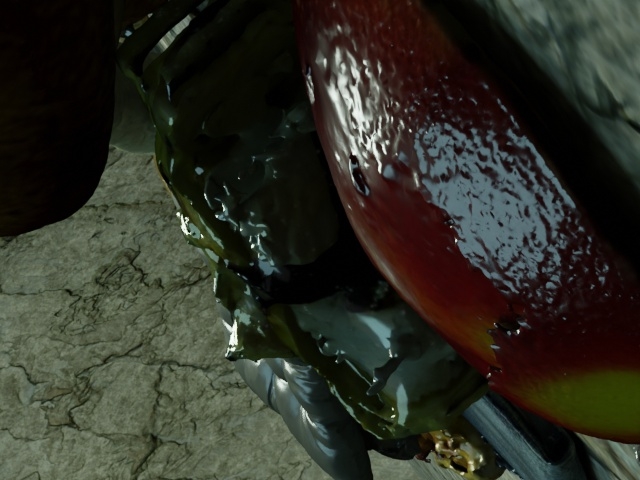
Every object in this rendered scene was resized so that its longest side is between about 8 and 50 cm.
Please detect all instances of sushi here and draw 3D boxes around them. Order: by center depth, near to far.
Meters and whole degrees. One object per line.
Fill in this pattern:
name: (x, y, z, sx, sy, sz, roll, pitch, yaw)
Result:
sushi: (-0.003, -0.002, 0.737, 0.131, 0.139, 0.291, 32, 159, 53)

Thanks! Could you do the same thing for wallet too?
wallet: (0.117, 0.110, 0.988, 0.222, 0.036, 0.167, 47, 171, 38)

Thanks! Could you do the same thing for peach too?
peach: (0.044, -0.024, 0.536, 0.279, 0.068, 0.189, 52, 173, 13)

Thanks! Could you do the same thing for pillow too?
pillow: (-0.032, 0.029, 1.117, 0.228, 0.101, 0.326, 43, 157, 51)

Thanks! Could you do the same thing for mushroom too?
mushroom: (-0.180, -0.175, 0.799, 0.345, 0.259, 0.345, 169, 90, -67)

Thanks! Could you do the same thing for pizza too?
pizza: (0.072, 0.135, 1.269, 0.161, 0.085, 0.305, 56, 172, -29)

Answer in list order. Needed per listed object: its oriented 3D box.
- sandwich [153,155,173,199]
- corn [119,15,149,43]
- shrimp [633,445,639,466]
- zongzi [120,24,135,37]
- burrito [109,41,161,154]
sandwich: (-0.106, -0.044, 1.576, 0.096, 0.094, 0.258, 54, 178, 33)
corn: (-0.233, -0.255, 1.401, 0.206, 0.067, 0.067, 51, 175, 34)
shrimp: (0.149, 0.090, 0.601, 0.038, 0.029, 0.092, 46, -176, -25)
zongzi: (-0.213, -0.222, 1.130, 0.300, 0.138, 0.286, 47, 177, 15)
burrito: (-0.196, -0.126, 1.113, 0.392, 0.076, 0.117, 8, -142, -51)
